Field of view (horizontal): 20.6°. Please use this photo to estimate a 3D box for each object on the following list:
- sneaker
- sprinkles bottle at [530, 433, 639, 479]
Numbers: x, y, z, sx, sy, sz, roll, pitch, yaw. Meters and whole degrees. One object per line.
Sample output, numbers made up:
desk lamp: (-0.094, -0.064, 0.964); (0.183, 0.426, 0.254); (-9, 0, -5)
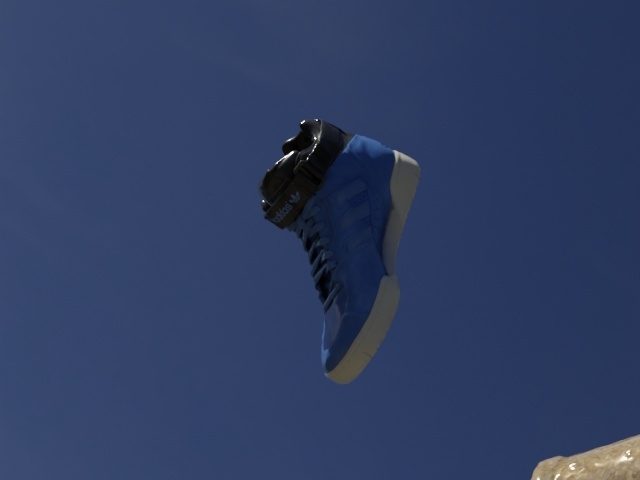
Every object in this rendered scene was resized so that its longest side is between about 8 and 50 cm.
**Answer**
sneaker: (0.000, 0.000, 0.935); (0.084, 0.152, 0.058); (25, -36, -15)
sprinkles bottle: (0.303, 0.139, 1.060); (0.355, 0.121, 0.121); (-22, -72, 27)
